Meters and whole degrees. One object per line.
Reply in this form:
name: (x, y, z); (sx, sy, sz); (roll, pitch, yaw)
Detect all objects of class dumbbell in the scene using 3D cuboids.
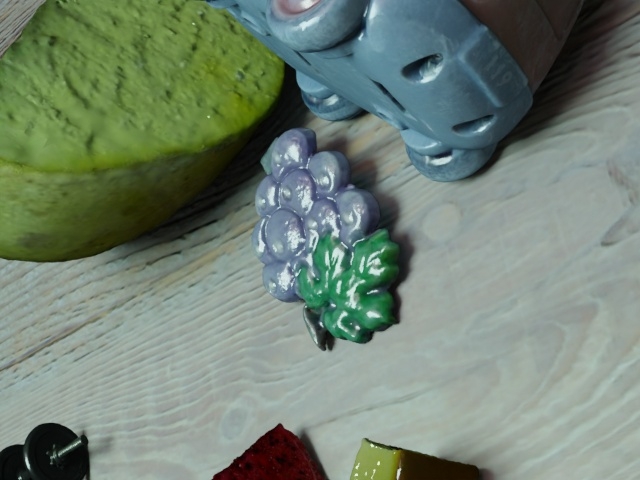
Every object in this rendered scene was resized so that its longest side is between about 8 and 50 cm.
dumbbell: (-0.269, 0.217, 0.876); (0.147, 0.069, 0.069); (-34, 53, 29)

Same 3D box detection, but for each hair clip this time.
hair clip: (0.002, 0.000, 0.725); (0.124, 0.052, 0.195); (-51, 53, 30)

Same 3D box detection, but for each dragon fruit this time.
dragon fruit: (-0.048, 0.214, 0.633); (0.106, 0.162, 0.083); (39, 116, 11)

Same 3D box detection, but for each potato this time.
potato: (-0.186, -0.091, 0.852); (0.280, 0.213, 0.330); (-47, 19, 55)

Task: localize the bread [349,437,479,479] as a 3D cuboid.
bread: (0.033, 0.239, 0.562); (0.049, 0.088, 0.226); (10, 80, 44)

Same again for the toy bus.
toy bus: (0.055, -0.203, 0.653); (0.232, 0.197, 0.294); (-54, 44, 0)
